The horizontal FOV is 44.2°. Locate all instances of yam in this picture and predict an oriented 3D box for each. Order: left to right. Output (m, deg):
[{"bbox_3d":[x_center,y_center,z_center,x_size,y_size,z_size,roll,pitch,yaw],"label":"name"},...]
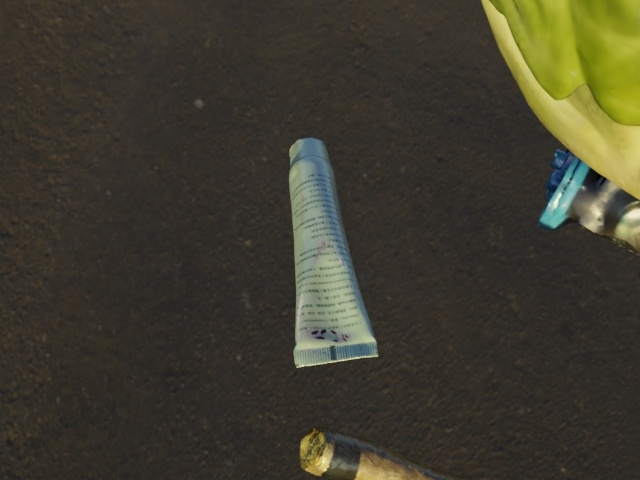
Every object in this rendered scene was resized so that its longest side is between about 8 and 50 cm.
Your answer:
[{"bbox_3d":[0.140,0.356,1.174,0.356,0.081,0.081,20,49,-18],"label":"yam"}]

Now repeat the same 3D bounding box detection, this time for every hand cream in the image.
[{"bbox_3d":[0.000,0.000,0.903,0.085,0.058,0.331,-5,44,-4],"label":"hand cream"}]

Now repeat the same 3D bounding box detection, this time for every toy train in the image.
[{"bbox_3d":[0.385,-0.105,0.911,0.188,0.265,0.300,30,21,10],"label":"toy train"}]

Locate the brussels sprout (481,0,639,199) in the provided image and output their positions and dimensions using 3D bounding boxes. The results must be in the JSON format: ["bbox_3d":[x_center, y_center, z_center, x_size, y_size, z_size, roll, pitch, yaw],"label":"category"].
[{"bbox_3d":[0.182,-0.177,0.345,0.247,0.328,0.328,-18,59,-7],"label":"brussels sprout"}]
